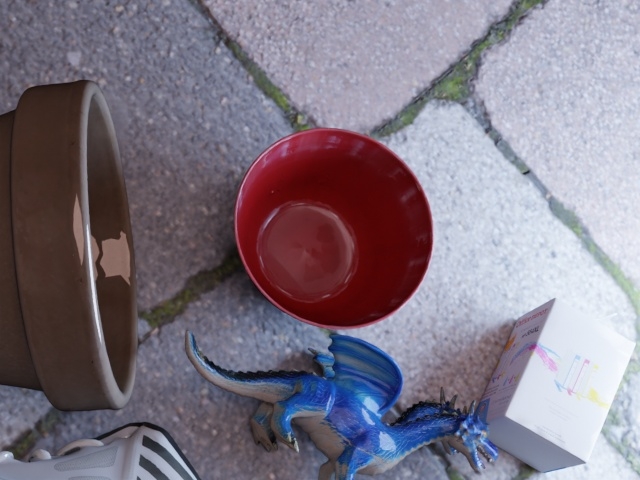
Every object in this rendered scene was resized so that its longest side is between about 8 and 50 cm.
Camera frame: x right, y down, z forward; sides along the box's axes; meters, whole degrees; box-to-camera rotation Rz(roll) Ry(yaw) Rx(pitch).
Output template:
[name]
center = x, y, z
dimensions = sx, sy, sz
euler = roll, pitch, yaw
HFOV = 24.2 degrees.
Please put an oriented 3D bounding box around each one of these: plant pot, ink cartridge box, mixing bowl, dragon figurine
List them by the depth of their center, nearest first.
[plant pot]
center = -0.275, 0.015, 1.189
dimensions = 0.229, 0.263, 0.263
euler = -7, 78, 0
[dragon figurine]
center = 0.017, 0.135, 1.310
dimensions = 0.289, 0.085, 0.144
euler = 38, 69, -6
[mixing bowl]
center = 0.000, 0.000, 1.332
dimensions = 0.181, 0.098, 0.181
euler = 4, 74, -16
[ink cartridge box]
center = 0.215, 0.127, 1.370
dimensions = 0.090, 0.092, 0.143
euler = 30, 69, -7

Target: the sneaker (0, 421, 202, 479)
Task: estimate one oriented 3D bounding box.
[sneaker]
center = -0.274, 0.232, 1.180
dimensions = 0.447, 0.257, 0.169
euler = 13, 107, 14
